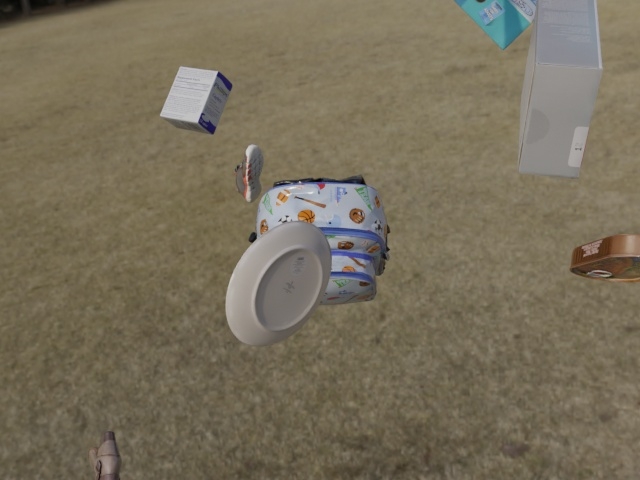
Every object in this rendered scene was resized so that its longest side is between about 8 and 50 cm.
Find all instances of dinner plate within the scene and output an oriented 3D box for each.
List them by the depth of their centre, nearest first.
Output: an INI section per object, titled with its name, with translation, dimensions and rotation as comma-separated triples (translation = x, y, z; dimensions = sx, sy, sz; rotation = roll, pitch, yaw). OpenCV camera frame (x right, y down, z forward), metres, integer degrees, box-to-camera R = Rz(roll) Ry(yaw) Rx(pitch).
[dinner plate]
translation = -0.036, 0.048, 0.775
dimensions = 0.141, 0.141, 0.017
rotation = -23, 36, -38

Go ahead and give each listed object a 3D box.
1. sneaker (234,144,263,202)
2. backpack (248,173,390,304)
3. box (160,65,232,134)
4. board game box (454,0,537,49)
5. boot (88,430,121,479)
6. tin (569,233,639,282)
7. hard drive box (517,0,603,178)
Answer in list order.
[sneaker]
translation = -0.169, -0.152, 1.682
dimensions = 0.064, 0.158, 0.061
rotation = 30, 48, 20
[backpack]
translation = 0.000, 0.000, 1.339
dimensions = 0.276, 0.263, 0.213
rotation = -7, 63, 0
[box]
translation = -0.295, -0.335, 1.806
dimensions = 0.126, 0.137, 0.072
rotation = 15, -10, 31
[board game box]
translation = 0.295, -0.549, 1.465
dimensions = 0.079, 0.336, 0.254
rotation = -43, 4, 41
[boot]
translation = -0.296, 0.321, 1.034
dimensions = 0.042, 0.118, 0.087
rotation = 4, 47, -19
[tin]
translation = 0.425, 0.027, 1.054
dimensions = 0.106, 0.040, 0.189
rotation = 16, -12, -7
[hard drive box]
translation = 0.350, -0.233, 1.118
dimensions = 0.089, 0.181, 0.232
rotation = 7, 43, 12
